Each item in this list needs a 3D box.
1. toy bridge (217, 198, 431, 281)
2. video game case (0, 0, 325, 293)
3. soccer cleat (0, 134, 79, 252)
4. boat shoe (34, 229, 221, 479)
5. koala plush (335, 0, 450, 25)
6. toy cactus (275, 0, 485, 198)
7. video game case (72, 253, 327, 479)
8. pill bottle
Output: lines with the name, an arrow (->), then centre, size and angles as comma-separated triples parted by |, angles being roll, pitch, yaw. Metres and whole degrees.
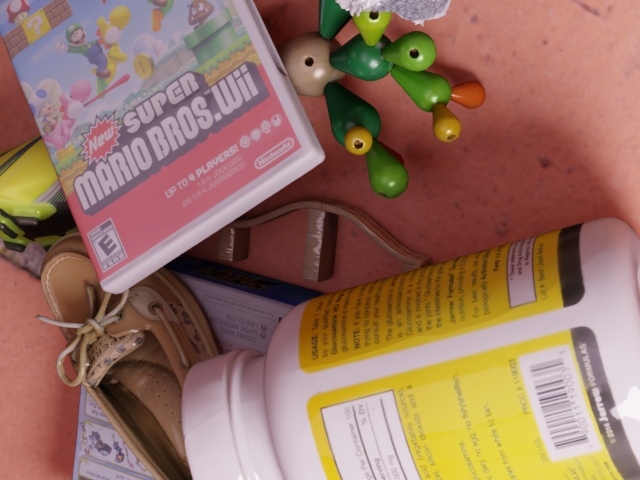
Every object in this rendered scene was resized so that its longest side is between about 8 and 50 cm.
toy bridge -> 0.000, 0.000, 1.539 | 0.188, 0.026, 0.063 | 12, 104, 28
video game case -> -0.134, -0.129, 1.519 | 0.204, 0.025, 0.285 | -33, 66, 18
soccer cleat -> -0.200, -0.064, 1.617 | 0.289, 0.093, 0.121 | -8, 64, 31
boat shoe -> -0.131, 0.107, 1.529 | 0.285, 0.089, 0.104 | 47, 119, 15
koala plush -> 0.060, -0.252, 1.291 | 0.203, 0.196, 0.221 | 11, 94, 15
toy cactus -> 0.028, -0.142, 1.466 | 0.180, 0.112, 0.219 | -4, 101, 50
video game case -> -0.074, 0.149, 1.593 | 0.269, 0.061, 0.244 | 15, 106, 27
pill bottle -> 0.081, 0.113, 1.380 | 0.334, 0.188, 0.188 | -16, 92, 17
